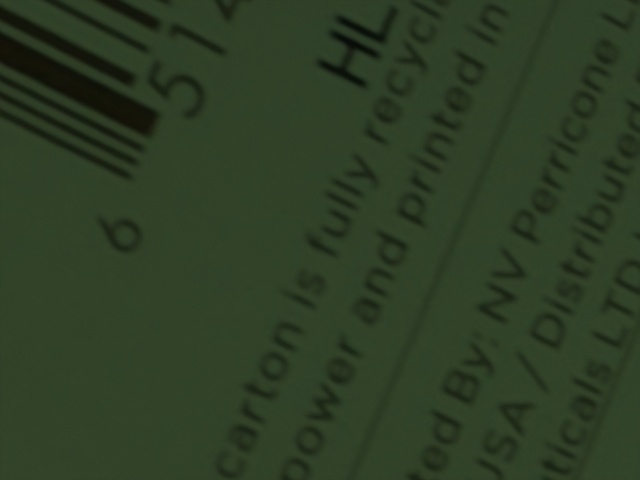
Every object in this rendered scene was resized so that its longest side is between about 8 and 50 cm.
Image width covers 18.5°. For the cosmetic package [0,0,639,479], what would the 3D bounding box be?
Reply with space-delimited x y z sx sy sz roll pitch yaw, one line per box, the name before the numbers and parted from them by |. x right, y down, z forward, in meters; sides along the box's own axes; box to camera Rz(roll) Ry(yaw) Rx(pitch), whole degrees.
cosmetic package | -0.046 -0.055 0.565 0.327 0.329 0.394 26 171 -16
